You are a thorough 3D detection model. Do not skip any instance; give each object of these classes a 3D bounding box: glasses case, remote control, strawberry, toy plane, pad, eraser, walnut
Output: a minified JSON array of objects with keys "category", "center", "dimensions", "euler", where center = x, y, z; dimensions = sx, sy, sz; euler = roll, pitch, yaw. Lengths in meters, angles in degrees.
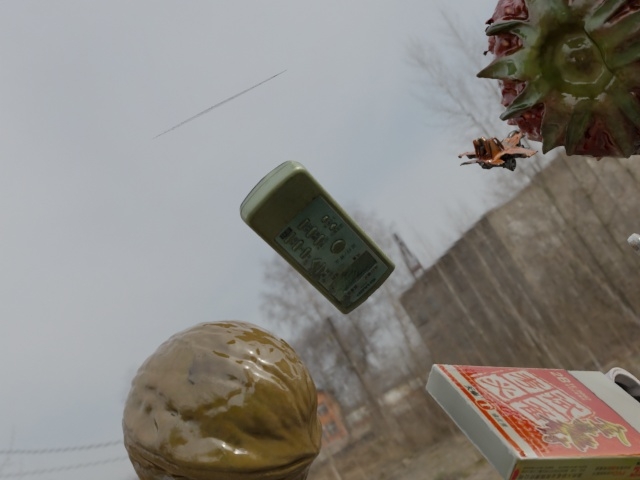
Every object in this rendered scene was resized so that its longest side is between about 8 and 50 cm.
[{"category":"glasses case","center":[0.697,0.046,1.827],"dimensions":[0.041,0.164,0.063],"euler":[-50,-11,14]},{"category":"remote control","center":[0.000,0.000,1.115],"dimensions":[0.098,0.038,0.233],"euler":[-43,-51,2]},{"category":"strawberry","center":[0.369,-0.250,1.125],"dimensions":[0.292,0.292,0.343],"euler":[-40,-5,36]},{"category":"toy plane","center":[0.311,-0.150,1.488],"dimensions":[0.135,0.062,0.188],"euler":[4,14,39]},{"category":"pad","center":[-0.116,-0.275,1.451],"dimensions":[0.323,0.055,0.250],"euler":[-42,1,35]},{"category":"eraser","center":[0.239,0.180,0.892],"dimensions":[0.230,0.157,0.038],"euler":[6,-69,-27]},{"category":"walnut","center":[-0.101,0.199,0.976],"dimensions":[0.228,0.228,0.228],"euler":[-29,-13,-8]}]

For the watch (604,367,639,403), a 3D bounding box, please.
[{"category":"watch","center":[0.550,0.364,1.620],"dimensions":[0.196,0.231,0.244],"euler":[-43,-30,25]}]
